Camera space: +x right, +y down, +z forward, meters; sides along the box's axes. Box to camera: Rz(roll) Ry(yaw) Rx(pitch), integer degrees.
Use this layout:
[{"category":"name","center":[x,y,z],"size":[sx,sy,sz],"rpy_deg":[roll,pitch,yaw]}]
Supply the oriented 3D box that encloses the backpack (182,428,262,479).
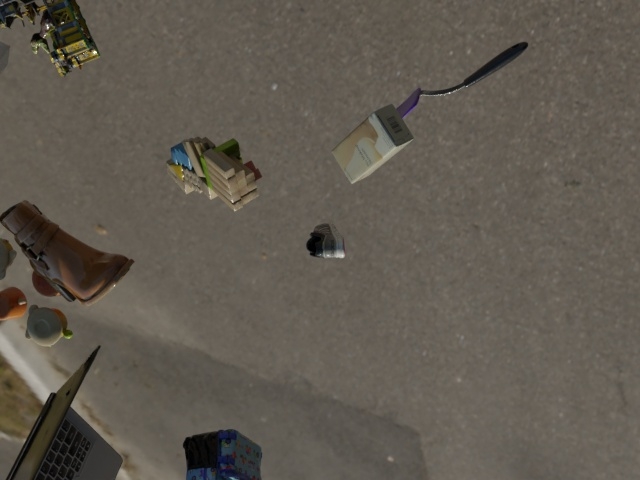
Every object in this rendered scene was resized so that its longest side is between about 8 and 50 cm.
[{"category":"backpack","center":[-0.183,0.459,1.624],"size":[0.117,0.173,0.158],"rpy_deg":[-17,138,20]}]

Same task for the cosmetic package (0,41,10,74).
[{"category":"cosmetic package","center":[-0.687,-0.348,1.535],"size":[0.239,0.099,0.060],"rpy_deg":[24,139,-10]}]

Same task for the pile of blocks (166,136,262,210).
[{"category":"pile of blocks","center":[-0.226,-0.173,1.855],"size":[0.362,0.112,0.149],"rpy_deg":[18,135,57]}]

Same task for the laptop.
[{"category":"laptop","center":[-0.457,0.466,1.581],"size":[0.236,0.382,0.408],"rpy_deg":[-6,135,27]}]

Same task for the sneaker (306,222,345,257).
[{"category":"sneaker","center":[0.000,0.000,1.942],"size":[0.074,0.063,0.170],"rpy_deg":[-3,-164,-15]}]

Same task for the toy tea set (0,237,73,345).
[{"category":"toy tea set","center":[-0.667,0.091,1.929],"size":[0.336,0.200,0.124],"rpy_deg":[22,-167,13]}]

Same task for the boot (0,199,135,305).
[{"category":"boot","center":[-0.483,0.008,1.631],"size":[0.283,0.109,0.220],"rpy_deg":[-5,127,55]}]

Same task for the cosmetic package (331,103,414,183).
[{"category":"cosmetic package","center":[0.070,-0.132,1.198],"size":[0.060,0.041,0.115],"rpy_deg":[57,141,6]}]

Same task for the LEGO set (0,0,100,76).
[{"category":"LEGO set","center":[-0.651,-0.492,1.997],"size":[0.331,0.192,0.255],"rpy_deg":[-126,14,-72]}]

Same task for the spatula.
[{"category":"spatula","center":[0.228,-0.269,1.509],"size":[0.296,0.084,0.030],"rpy_deg":[-24,115,27]}]
